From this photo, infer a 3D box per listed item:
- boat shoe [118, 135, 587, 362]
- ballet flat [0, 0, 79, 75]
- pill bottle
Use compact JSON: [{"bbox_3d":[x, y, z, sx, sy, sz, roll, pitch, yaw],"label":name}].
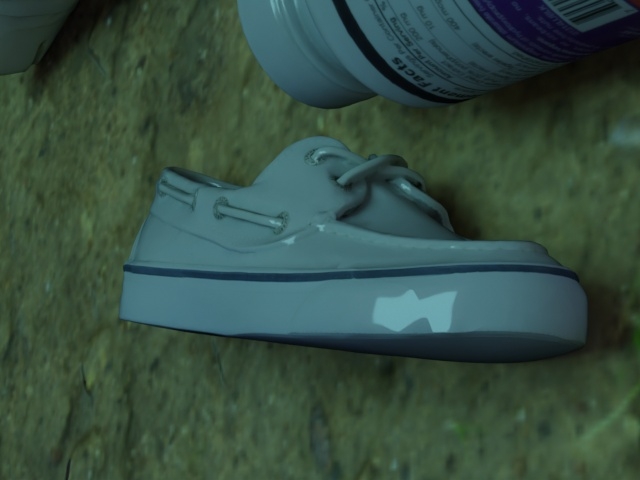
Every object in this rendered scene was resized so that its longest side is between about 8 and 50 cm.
[{"bbox_3d":[0.000,0.000,0.617,0.258,0.095,0.084,2,83,49],"label":"boat shoe"},{"bbox_3d":[-0.210,-0.165,0.926,0.342,0.116,0.124,22,115,51],"label":"ballet flat"},{"bbox_3d":[0.060,-0.110,0.573,0.193,0.108,0.108,-16,66,46],"label":"pill bottle"}]
